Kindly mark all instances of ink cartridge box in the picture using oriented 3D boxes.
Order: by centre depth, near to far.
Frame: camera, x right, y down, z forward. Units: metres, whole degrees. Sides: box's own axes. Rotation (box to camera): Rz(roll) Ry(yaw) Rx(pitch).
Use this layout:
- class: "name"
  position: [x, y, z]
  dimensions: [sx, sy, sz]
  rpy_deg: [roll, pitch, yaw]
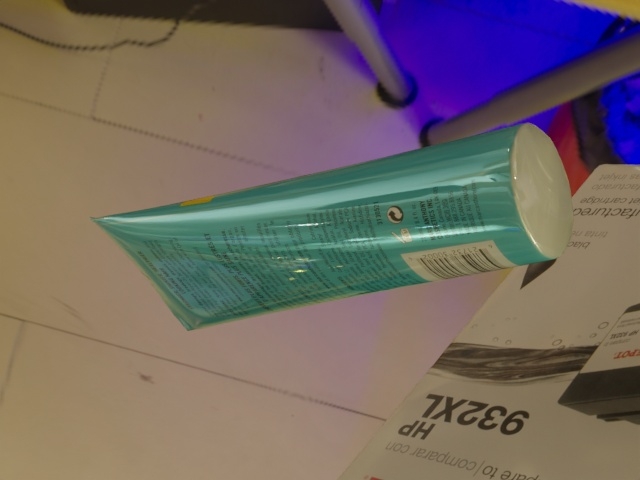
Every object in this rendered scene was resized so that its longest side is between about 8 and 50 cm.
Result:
- class: "ink cartridge box"
  position: [0.175, 0.101, 0.615]
  dimensions: [0.307, 0.223, 0.129]
  rpy_deg: [-46, 121, -28]

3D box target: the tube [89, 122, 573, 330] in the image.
- class: "tube"
  position: [0.000, 0.000, 0.505]
  dimensions: [0.207, 0.052, 0.080]
  rpy_deg: [-12, 125, 33]
